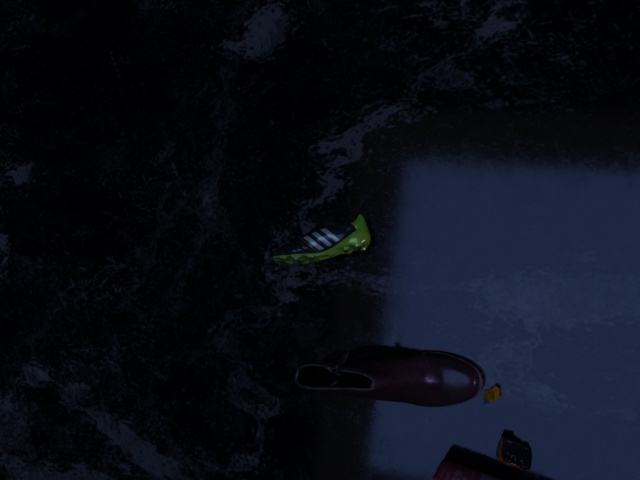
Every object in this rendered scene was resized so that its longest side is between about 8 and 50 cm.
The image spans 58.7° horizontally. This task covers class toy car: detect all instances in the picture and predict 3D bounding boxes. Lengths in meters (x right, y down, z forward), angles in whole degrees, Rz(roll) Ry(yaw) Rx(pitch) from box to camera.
[{"bbox_3d":[0.286,0.291,0.878,0.040,0.060,0.121,134,139,-55],"label":"toy car"}]

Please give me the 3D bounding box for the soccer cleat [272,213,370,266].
[{"bbox_3d":[0.000,0.000,1.006,0.179,0.060,0.072,-12,69,12],"label":"soccer cleat"}]

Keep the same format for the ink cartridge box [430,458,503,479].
[{"bbox_3d":[0.279,0.467,0.803,0.283,0.117,0.207,13,88,22],"label":"ink cartridge box"}]

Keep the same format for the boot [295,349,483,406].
[{"bbox_3d":[0.108,0.213,0.852,0.249,0.207,0.090,1,84,21],"label":"boot"}]
